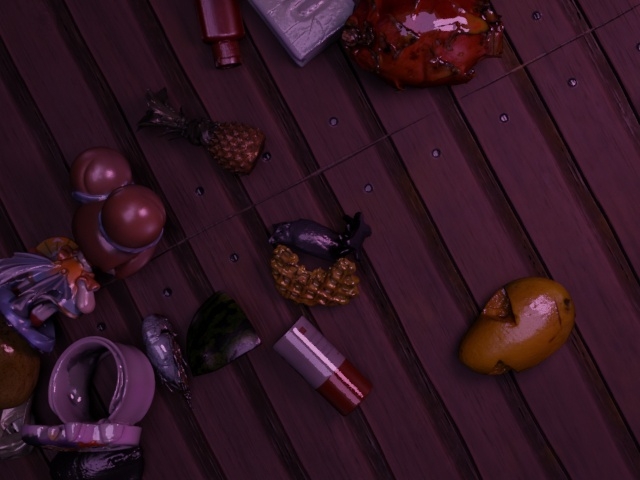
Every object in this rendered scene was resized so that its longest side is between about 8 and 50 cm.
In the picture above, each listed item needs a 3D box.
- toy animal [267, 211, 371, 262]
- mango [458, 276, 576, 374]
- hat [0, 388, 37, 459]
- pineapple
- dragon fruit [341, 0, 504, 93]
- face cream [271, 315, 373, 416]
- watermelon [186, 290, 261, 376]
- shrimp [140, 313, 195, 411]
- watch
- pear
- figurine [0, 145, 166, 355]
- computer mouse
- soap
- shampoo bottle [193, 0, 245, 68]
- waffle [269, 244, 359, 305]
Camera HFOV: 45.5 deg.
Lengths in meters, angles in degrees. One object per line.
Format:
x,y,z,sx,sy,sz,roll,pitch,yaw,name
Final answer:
-0.003,0.002,1.653,0.210,0.121,0.117,3,134,18,toy animal
0.410,0.186,1.599,0.262,0.130,0.167,-45,85,5,mango
-0.664,0.405,1.669,0.122,0.081,0.166,-1,70,40,hat
-0.257,-0.239,1.637,0.278,0.119,0.130,22,61,-1,pineapple
0.212,-0.430,1.569,0.315,0.250,0.250,-15,88,20,dragon fruit
0.004,0.268,1.626,0.214,0.096,0.096,44,91,2,face cream
-0.216,0.187,1.621,0.193,0.137,0.145,-26,90,23,watermelon
-0.326,0.267,1.652,0.090,0.079,0.232,-24,91,37,shrimp
-0.486,0.319,1.586,0.244,0.196,0.231,-9,72,22,watch
-0.710,0.249,1.605,0.229,0.188,0.211,-3,94,-1,pear
-0.499,0.020,1.584,0.388,0.248,0.276,-40,57,-7,figurine
-0.488,0.488,1.652,0.217,0.073,0.121,-16,88,0,computer mouse
-0.064,-0.541,1.643,0.173,0.095,0.289,-37,88,0,soap
-0.224,-0.506,1.652,0.102,0.064,0.260,-13,95,-28,shampoo bottle
-0.014,0.079,1.612,0.194,0.051,0.148,2,127,21,waffle
